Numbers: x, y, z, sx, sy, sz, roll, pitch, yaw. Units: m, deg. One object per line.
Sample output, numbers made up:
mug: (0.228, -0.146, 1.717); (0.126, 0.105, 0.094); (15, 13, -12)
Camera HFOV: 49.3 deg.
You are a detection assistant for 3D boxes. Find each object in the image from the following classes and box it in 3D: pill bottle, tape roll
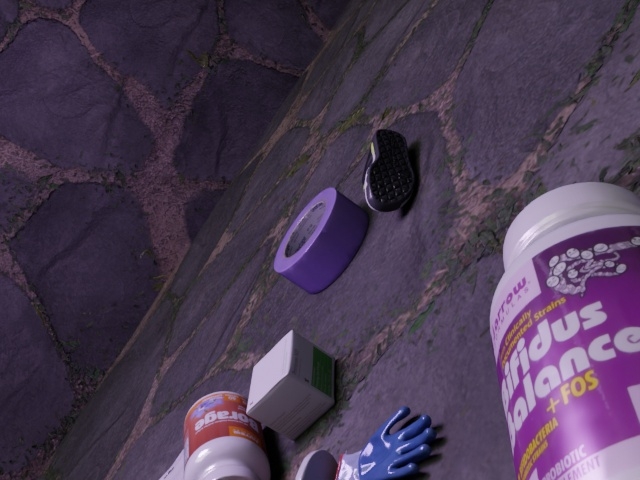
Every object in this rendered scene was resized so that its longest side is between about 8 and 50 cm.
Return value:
pill bottle: (0.201, 0.088, 0.454); (0.169, 0.169, 0.301); (-46, 20, 28)
pill bottle: (-0.136, 0.317, 1.004); (0.121, 0.121, 0.216); (-54, 18, 5)
tape roll: (0.000, 0.000, 1.299); (0.189, 0.080, 0.189); (-47, 18, 21)

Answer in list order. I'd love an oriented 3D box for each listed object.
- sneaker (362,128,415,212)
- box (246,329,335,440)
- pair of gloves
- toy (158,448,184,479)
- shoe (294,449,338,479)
sneaker: (0.116, -0.104, 1.232); (0.234, 0.084, 0.097); (-76, 3, -51)
box: (-0.041, 0.208, 1.007); (0.102, 0.087, 0.101); (-47, 19, 25)
pair of gloves: (0.062, 0.271, 0.734); (0.159, 0.023, 0.198); (-37, 26, 41)
toy: (-0.207, 0.432, 1.091); (0.137, 0.056, 0.237); (-51, 22, 0)
shoe: (-0.030, 0.329, 0.795); (0.081, 0.063, 0.178); (-34, 31, 38)
